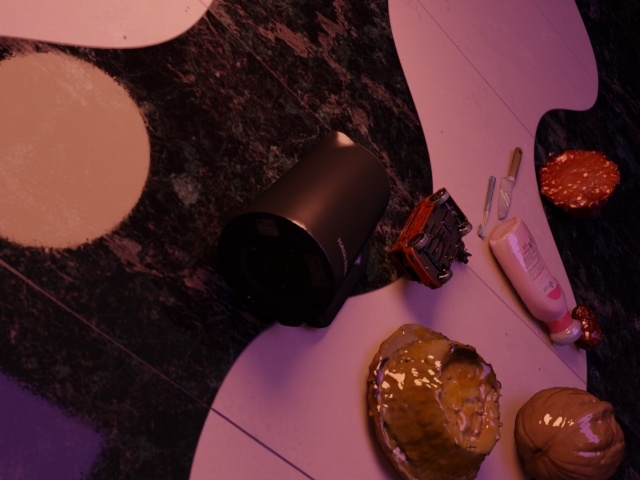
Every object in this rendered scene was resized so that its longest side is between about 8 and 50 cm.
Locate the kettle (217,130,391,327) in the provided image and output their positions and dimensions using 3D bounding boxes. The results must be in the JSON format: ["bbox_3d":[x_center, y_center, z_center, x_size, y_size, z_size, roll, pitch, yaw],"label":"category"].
[{"bbox_3d":[0.008,-0.008,1.230,0.262,0.203,0.308,52,39,-11],"label":"kettle"}]

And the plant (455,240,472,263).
[{"bbox_3d":[0.311,0.024,1.635,0.102,0.051,0.051,36,48,-36],"label":"plant"}]

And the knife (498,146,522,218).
[{"bbox_3d":[0.508,-0.157,1.956,0.047,0.017,0.298,41,50,-22],"label":"knife"}]

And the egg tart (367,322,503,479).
[{"bbox_3d":[0.234,0.309,1.355,0.345,0.132,0.346,20,60,-38],"label":"egg tart"}]

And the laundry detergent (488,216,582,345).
[{"bbox_3d":[0.539,0.109,1.802,0.335,0.087,0.159,57,41,-10],"label":"laundry detergent"}]

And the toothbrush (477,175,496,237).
[{"bbox_3d":[0.421,-0.089,1.833,0.019,0.016,0.220,36,49,-16],"label":"toothbrush"}]

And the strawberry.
[{"bbox_3d":[0.750,-0.146,2.116,0.178,0.233,0.234,60,31,-51],"label":"strawberry"}]

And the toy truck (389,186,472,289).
[{"bbox_3d":[0.225,0.002,1.509,0.107,0.114,0.253,52,41,-16],"label":"toy truck"}]

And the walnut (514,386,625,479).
[{"bbox_3d":[0.534,0.422,1.554,0.260,0.224,0.225,0,70,-44],"label":"walnut"}]

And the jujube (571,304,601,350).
[{"bbox_3d":[0.703,0.230,1.925,0.077,0.077,0.129,34,39,-30],"label":"jujube"}]
